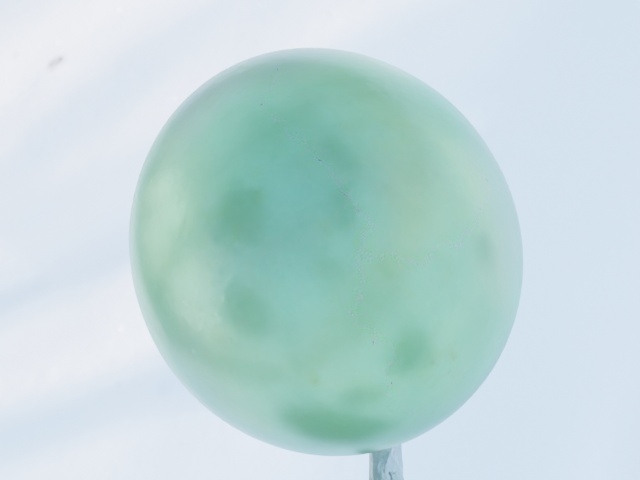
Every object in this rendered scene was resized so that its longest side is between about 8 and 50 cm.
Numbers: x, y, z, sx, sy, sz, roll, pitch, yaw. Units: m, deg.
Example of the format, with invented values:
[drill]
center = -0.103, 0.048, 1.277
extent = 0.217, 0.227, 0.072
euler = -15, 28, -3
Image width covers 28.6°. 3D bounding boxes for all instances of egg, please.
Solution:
[egg]
center = 0.000, 0.000, 0.726
extent = 0.220, 0.220, 0.269
euler = -40, 36, 14

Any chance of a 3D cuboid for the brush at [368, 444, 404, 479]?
[brush]
center = 0.053, 0.105, 0.944
extent = 0.020, 0.085, 0.336
euler = -5, 60, 13
